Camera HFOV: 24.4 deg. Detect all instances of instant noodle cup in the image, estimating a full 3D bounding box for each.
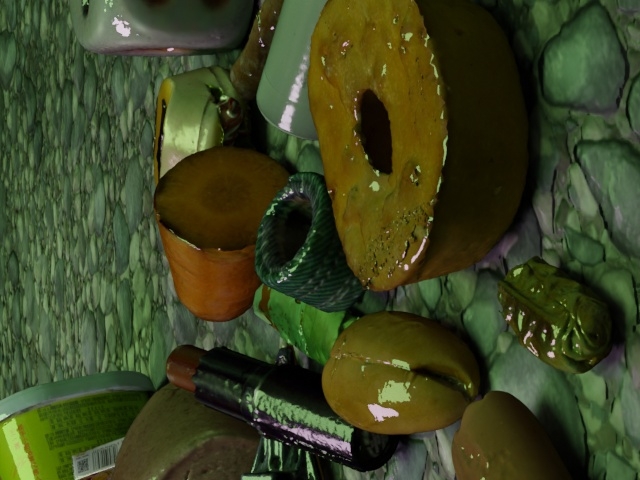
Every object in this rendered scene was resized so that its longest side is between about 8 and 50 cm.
[{"bbox_3d":[-0.320,0.382,2.066,0.308,0.293,0.294,67,149,25],"label":"instant noodle cup"}]

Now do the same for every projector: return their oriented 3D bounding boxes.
[{"bbox_3d":[0.028,-0.253,1.394,0.108,0.108,0.338,-114,32,-41],"label":"projector"}]

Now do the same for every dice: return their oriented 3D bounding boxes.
[{"bbox_3d":[-0.193,-0.321,1.785,0.194,0.193,0.192,-170,78,-67],"label":"dice"}]

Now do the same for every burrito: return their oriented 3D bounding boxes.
[{"bbox_3d":[-0.002,0.071,1.551,0.288,0.054,0.104,-148,61,-64],"label":"burrito"}]

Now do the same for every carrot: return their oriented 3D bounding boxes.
[{"bbox_3d":[-0.113,0.020,1.697,0.225,0.159,0.159,98,157,-48],"label":"carrot"}]

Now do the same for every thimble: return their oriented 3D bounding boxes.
[{"bbox_3d":[0.000,0.002,1.453,0.118,0.090,0.135,-55,28,16],"label":"thimble"}]

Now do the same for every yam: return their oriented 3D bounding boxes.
[{"bbox_3d":[-0.049,-0.237,1.633,0.241,0.056,0.057,125,137,-53],"label":"yam"}]

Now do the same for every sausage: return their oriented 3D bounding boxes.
[{"bbox_3d":[0.174,0.241,1.114,0.289,0.086,0.086,-115,33,-40],"label":"sausage"}]

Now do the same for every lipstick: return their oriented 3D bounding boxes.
[{"bbox_3d":[-0.047,0.161,1.503,0.299,0.081,0.081,13,105,42],"label":"lipstick"}]

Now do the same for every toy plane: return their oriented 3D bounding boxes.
[{"bbox_3d":[-0.046,0.261,1.587,0.204,0.103,0.316,-6,84,33],"label":"toy plane"}]

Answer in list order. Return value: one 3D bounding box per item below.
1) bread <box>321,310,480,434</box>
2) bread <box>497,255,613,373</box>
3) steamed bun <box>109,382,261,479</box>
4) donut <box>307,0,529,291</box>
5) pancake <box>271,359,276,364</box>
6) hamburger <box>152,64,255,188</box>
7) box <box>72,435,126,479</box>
[{"bbox_3d":[0.064,0.116,1.334,0.189,0.077,0.114,2,57,56],"label":"bread"},{"bbox_3d":[0.181,0.060,1.126,0.066,0.060,0.110,-56,32,5],"label":"bread"},{"bbox_3d":[-0.162,0.329,1.743,0.251,0.199,0.301,-145,55,-61],"label":"steamed bun"},{"bbox_3d":[0.082,-0.094,1.274,0.277,0.108,0.278,178,90,-66],"label":"donut"},{"bbox_3d":[-0.042,0.184,1.687,0.108,0.017,0.108,179,90,-65],"label":"pancake"},{"bbox_3d":[-0.143,-0.105,1.794,0.173,0.116,0.210,-108,22,-56],"label":"hamburger"},{"bbox_3d":[-0.224,0.269,1.915,0.207,0.050,0.041,-22,61,18],"label":"box"}]
